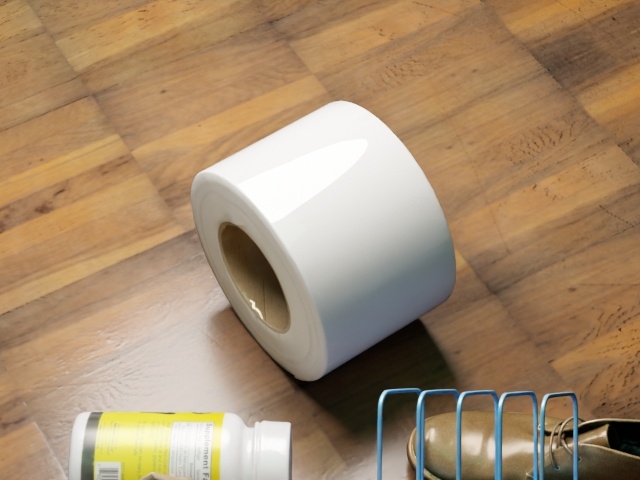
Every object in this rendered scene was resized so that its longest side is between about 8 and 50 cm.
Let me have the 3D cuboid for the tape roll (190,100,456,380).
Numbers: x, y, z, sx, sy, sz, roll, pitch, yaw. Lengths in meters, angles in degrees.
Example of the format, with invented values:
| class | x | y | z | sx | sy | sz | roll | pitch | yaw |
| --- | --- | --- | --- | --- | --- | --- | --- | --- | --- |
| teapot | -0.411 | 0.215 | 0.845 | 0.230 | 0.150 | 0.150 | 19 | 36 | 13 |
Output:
| class | x | y | z | sx | sy | sz | roll | pitch | yaw |
| --- | --- | --- | --- | --- | --- | --- | --- | --- | --- |
| tape roll | 0.000 | 0.000 | 1.661 | 0.169 | 0.246 | 0.246 | -29 | 57 | -22 |

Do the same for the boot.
| class | x | y | z | sx | sy | sz | roll | pitch | yaw |
| --- | --- | --- | --- | --- | --- | --- | --- | --- | --- |
| boot | 0.236 | 0.202 | 1.581 | 0.305 | 0.115 | 0.112 | 7 | 55 | 9 |

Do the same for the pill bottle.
| class | x | y | z | sx | sy | sz | roll | pitch | yaw |
| --- | --- | --- | --- | --- | --- | --- | --- | --- | --- |
| pill bottle | -0.133 | 0.225 | 1.561 | 0.208 | 0.119 | 0.119 | 1 | 51 | 0 |

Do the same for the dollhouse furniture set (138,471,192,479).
| class | x | y | z | sx | sy | sz | roll | pitch | yaw |
| --- | --- | --- | --- | --- | --- | --- | --- | --- | --- |
| dollhouse furniture set | -0.086 | 0.314 | 1.389 | 0.259 | 0.135 | 0.262 | -33 | 69 | 10 |

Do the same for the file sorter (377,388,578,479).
| class | x | y | z | sx | sy | sz | roll | pitch | yaw |
| --- | --- | --- | --- | --- | --- | --- | --- | --- | --- |
| file sorter | 0.148 | 0.192 | 1.506 | 0.170 | 0.118 | 0.104 | -2 | 85 | 25 |
